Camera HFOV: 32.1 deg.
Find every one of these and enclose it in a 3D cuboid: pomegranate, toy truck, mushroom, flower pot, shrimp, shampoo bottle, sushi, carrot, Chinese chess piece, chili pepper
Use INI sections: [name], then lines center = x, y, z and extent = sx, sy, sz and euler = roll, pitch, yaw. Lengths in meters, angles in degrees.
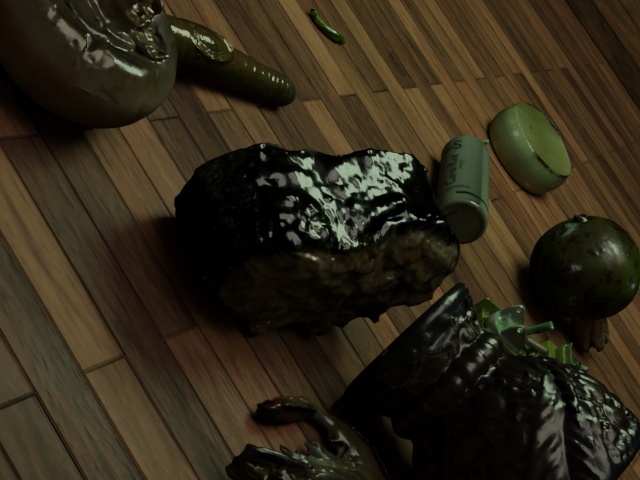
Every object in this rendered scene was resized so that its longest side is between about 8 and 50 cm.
[pomegranate]
center = 0.451, 0.073, 1.888
extent = 0.202, 0.202, 0.247
euler = -47, 129, -61
[toy truck]
center = 0.310, 0.192, 1.582
extent = 0.259, 0.135, 0.128
euler = 46, 30, -21
[mushroom]
center = -0.241, -0.228, 1.169
extent = 0.226, 0.178, 0.226
euler = 32, 45, -39
[flower pot]
center = 0.184, 0.205, 1.272
extent = 0.267, 0.266, 0.267
euler = 48, 28, 9
[shrimp]
center = -0.008, 0.223, 1.165
extent = 0.253, 0.058, 0.173
euler = 30, 29, -42
[shampoo bottle]
center = 0.236, -0.100, 1.832
extent = 0.085, 0.085, 0.262
euler = 43, 31, -19
[sushi]
center = 0.000, 0.000, 1.262
extent = 0.350, 0.211, 0.170
euler = 5, 60, -48
[carrot]
center = -0.132, -0.233, 1.451
extent = 0.342, 0.070, 0.070
euler = 14, 48, -51
[Chinese chess piece]
center = 0.411, -0.181, 2.189
extent = 0.188, 0.083, 0.188
euler = 34, 38, -32
[chili pepper]
center = 0.013, -0.352, 1.841
extent = 0.083, 0.017, 0.030
euler = 43, 29, -19
